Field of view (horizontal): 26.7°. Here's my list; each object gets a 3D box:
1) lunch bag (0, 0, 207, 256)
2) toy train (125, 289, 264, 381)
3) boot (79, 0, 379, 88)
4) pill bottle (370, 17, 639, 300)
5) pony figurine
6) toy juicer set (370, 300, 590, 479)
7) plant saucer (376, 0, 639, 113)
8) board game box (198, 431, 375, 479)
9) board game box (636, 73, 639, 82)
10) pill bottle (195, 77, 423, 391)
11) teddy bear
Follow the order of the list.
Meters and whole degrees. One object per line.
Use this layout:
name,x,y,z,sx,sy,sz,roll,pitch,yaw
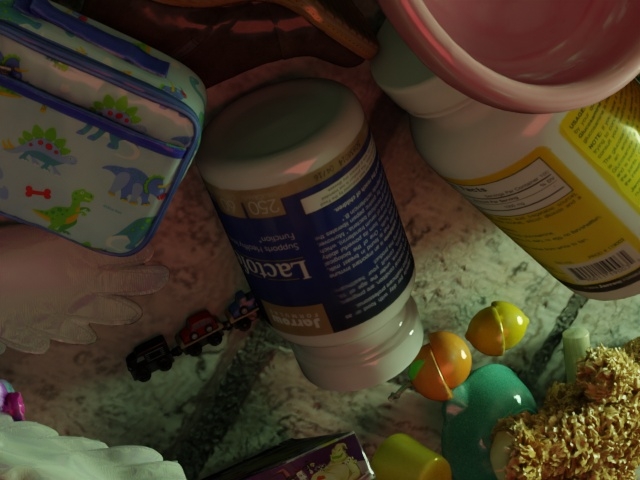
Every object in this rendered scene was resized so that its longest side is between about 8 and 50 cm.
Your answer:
lunch bag,-0.209,-0.095,1.067,0.219,0.090,0.176,24,123,-16
toy train,-0.114,0.086,1.288,0.158,0.027,0.036,-26,112,-9
boot,-0.095,-0.161,1.143,0.248,0.090,0.207,24,123,-36
pill bottle,0.204,-0.101,1.236,0.188,0.188,0.334,-48,124,5
pony figurine,-0.308,0.135,1.100,0.351,0.303,0.363,11,128,-28
toy juicer set,0.187,0.163,1.438,0.329,0.089,0.209,0,99,-43
plant saucer,0.147,-0.262,1.038,0.332,0.084,0.332,-1,91,-33
board game box,-0.085,0.235,1.213,0.208,0.347,0.056,-26,86,-13
board game box,0.320,-0.292,1.245,0.224,0.097,0.303,-47,123,6
pill bottle,0.000,0.000,1.217,0.153,0.153,0.265,-28,123,-9
teddy bear,0.299,0.211,1.417,0.338,0.113,0.245,-9,108,-41
